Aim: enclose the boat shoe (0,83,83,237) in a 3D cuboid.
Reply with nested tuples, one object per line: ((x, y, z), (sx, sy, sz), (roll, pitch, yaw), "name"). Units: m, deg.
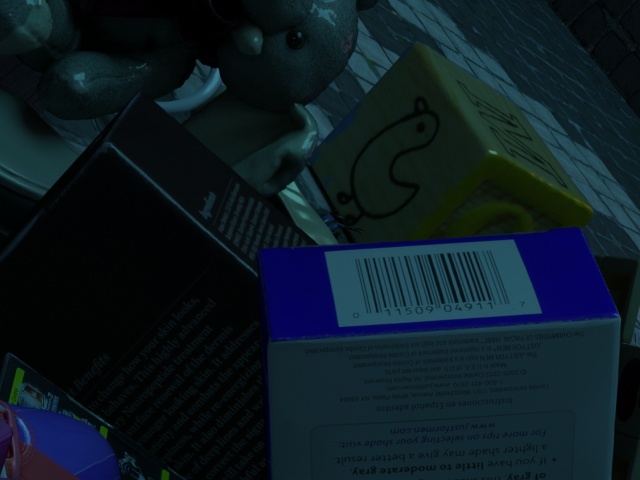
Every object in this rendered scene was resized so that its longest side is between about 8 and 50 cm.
((-0.207, -0.025, 1.377), (0.335, 0.095, 0.112), (30, 31, -24), "boat shoe")

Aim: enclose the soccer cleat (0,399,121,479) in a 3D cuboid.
((-0.216, 0.102, 0.886), (0.318, 0.116, 0.108), (2, 33, -42), "soccer cleat")

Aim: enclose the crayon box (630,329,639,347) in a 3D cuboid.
((0.357, 0.212, 2.024), (0.203, 0.083, 0.323), (42, 18, -5), "crayon box")

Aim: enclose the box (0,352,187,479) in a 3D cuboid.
((-0.127, 0.206, 1.057), (0.216, 0.060, 0.270), (37, 19, -18), "box")

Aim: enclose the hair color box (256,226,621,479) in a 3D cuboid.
((0.063, 0.166, 1.053), (0.185, 0.339, 0.110), (-3, 28, -4), "hair color box")

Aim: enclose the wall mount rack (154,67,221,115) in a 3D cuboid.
((-0.164, -0.295, 1.728), (0.350, 0.304, 0.130), (53, -20, 25), "wall mount rack")

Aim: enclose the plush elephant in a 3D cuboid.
((-0.085, -0.183, 1.409), (0.255, 0.272, 0.330), (9, -25, 13), "plush elephant")

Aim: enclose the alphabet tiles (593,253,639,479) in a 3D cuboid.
((0.151, 0.147, 1.333), (0.011, 0.285, 0.342), (14, -2, -16), "alphabet tiles")

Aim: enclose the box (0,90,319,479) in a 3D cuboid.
((-0.048, 0.104, 1.242), (0.381, 0.191, 0.143), (41, 18, -11), "box")

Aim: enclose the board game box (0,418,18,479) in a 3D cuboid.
((-0.329, 0.005, 0.780), (0.390, 0.050, 0.390), (12, 21, -22), "board game box")

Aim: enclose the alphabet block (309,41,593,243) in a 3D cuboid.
((0.137, -0.057, 1.985), (0.193, 0.192, 0.197), (24, 25, -41), "alphabet block")

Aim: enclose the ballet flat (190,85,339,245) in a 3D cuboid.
((-0.066, -0.047, 1.720), (0.248, 0.086, 0.086), (52, 20, 21), "ballet flat")

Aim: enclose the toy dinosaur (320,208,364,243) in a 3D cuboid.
((0.000, 0.000, 1.840), (0.090, 0.047, 0.082), (15, 20, 19), "toy dinosaur")

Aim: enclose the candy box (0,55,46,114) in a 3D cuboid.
((-0.294, -0.190, 1.464), (0.165, 0.070, 0.196), (50, 1, 20), "candy box")
